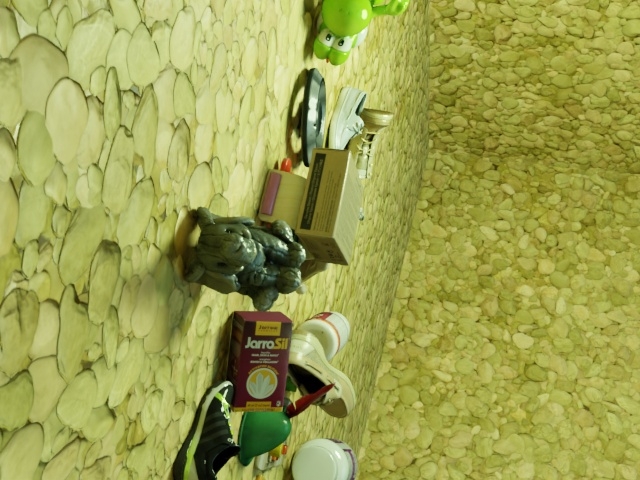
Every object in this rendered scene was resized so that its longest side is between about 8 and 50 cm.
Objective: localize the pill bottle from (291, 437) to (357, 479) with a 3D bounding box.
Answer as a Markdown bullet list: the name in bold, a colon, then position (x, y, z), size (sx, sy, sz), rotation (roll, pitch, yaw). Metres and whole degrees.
- **pill bottle**: position (0.008, 0.665, 2.408), size (0.301, 0.169, 0.169), rotation (52, 49, -72)

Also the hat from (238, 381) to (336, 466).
- **hat**: position (-0.072, 0.432, 1.857), size (0.173, 0.184, 0.208), rotation (-68, 162, -44)

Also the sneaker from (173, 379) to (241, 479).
- **sneaker**: position (-0.186, 0.366, 1.510), size (0.084, 0.097, 0.234), rotation (86, 18, -45)

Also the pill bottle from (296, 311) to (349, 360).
- **pill bottle**: position (0.009, 0.259, 2.238), size (0.221, 0.121, 0.121), rotation (-17, 115, -76)

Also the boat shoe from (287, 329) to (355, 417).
- **boat shoe**: position (-0.013, 0.369, 2.103), size (0.341, 0.122, 0.110), rotation (57, 33, -38)

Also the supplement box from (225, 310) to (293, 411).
- **supplement box**: position (-0.124, 0.238, 1.630), size (0.081, 0.104, 0.188), rotation (-155, -110, -67)

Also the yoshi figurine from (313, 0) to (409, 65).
- **yoshi figurine**: position (0.085, -0.570, 1.896), size (0.203, 0.204, 0.362), rotation (57, 44, -48)

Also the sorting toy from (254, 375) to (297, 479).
- **sorting toy**: position (-0.104, 0.487, 2.067), size (0.196, 0.047, 0.347), rotation (51, 49, -73)

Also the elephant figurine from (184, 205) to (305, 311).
- **elephant figurine**: position (-0.148, 0.014, 1.348), size (0.239, 0.186, 0.169), rotation (21, 40, -52)

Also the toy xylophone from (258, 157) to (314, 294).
- **toy xylophone**: position (-0.061, -0.022, 1.824), size (0.322, 0.081, 0.236), rotation (72, 29, -64)

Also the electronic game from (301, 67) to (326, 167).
- **electronic game**: position (-0.020, -0.283, 1.902), size (0.229, 0.048, 0.229), rotation (5, 90, -84)

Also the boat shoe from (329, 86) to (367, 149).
- **boat shoe**: position (0.077, -0.323, 2.226), size (0.079, 0.081, 0.227), rotation (77, 25, -59)

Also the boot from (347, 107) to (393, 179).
- **boot**: position (0.132, -0.276, 2.369), size (0.262, 0.095, 0.203), rotation (-154, -106, -77)

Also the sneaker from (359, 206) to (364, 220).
- **sneaker**: position (0.124, -0.083, 2.726), size (0.037, 0.032, 0.083), rotation (-61, 156, -20)

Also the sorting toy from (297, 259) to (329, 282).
- **sorting toy**: position (0.000, 0.000, 1.997), size (0.208, 0.038, 0.192), rotation (152, -48, -69)

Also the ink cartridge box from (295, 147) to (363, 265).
- **ink cartridge box**: position (0.025, -0.068, 1.782), size (0.234, 0.088, 0.193), rotation (58, 41, -70)
